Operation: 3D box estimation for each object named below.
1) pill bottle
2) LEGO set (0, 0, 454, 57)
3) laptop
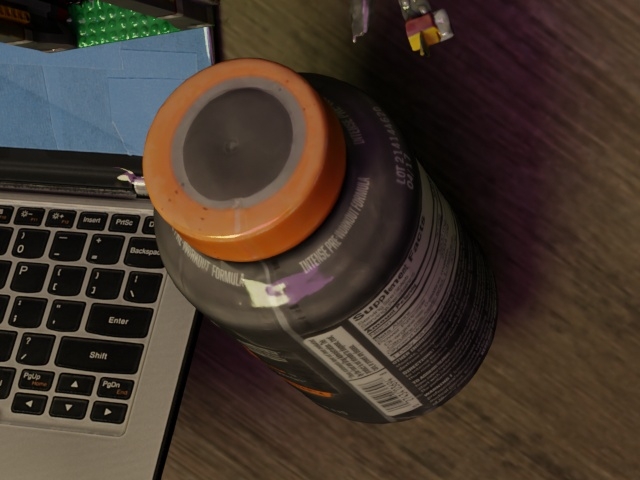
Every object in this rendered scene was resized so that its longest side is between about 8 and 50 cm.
[{"bbox_3d":[0.000,0.000,0.819,0.130,0.130,0.245,-3,159,19],"label":"pill bottle"},{"bbox_3d":[-0.072,-0.206,0.731,0.331,0.192,0.254,2,91,20],"label":"LEGO set"},{"bbox_3d":[-0.266,-0.043,0.900,0.382,0.407,0.236,4,151,16],"label":"laptop"}]
